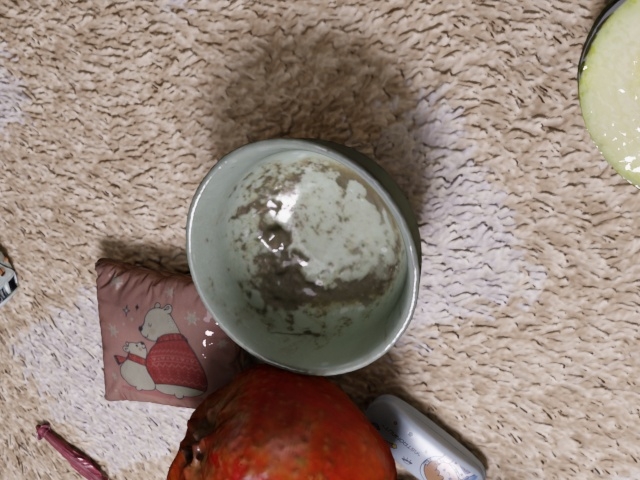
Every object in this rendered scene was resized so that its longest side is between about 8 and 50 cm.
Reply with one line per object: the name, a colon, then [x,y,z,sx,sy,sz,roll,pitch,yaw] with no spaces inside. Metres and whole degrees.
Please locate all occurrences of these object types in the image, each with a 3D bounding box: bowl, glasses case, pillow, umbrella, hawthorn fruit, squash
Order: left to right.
umbrella: [-0.367,0.333,1.705,0.165,0.025,0.027,40,141,5]
pillow: [-0.200,0.137,1.512,0.236,0.084,0.223,6,117,23]
hawthorn fruit: [-0.018,0.303,1.390,0.330,0.287,0.287,27,124,-19]
bowl: [0.000,0.000,1.330,0.289,0.146,0.289,9,114,20]
glasses case: [0.133,0.268,1.453,0.178,0.045,0.067,38,123,3]
squash: [0.389,-0.161,1.156,0.252,0.049,0.252,10,117,21]

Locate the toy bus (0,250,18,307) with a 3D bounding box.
toy bus: [-0.515,0.082,1.621,0.194,0.087,0.089,-28,107,30]
